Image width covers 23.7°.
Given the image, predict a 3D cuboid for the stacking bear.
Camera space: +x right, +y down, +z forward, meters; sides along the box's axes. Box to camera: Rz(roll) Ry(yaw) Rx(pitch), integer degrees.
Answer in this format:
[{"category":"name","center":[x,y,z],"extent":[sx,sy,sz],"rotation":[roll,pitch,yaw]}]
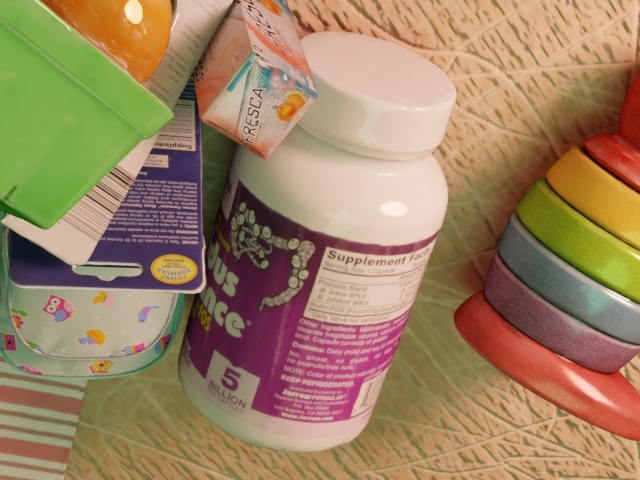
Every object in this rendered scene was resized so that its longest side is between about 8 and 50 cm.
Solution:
[{"category":"stacking bear","center":[0.246,-0.016,1.217],"extent":[0.164,0.175,0.289],"rotation":[23,106,-28]}]

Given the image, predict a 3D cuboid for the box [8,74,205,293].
[{"category":"box","center":[-0.152,-0.051,1.097],"extent":[0.136,0.225,0.036],"rotation":[3,144,-9]}]

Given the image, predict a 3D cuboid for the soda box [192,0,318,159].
[{"category":"soda box","center":[-0.053,-0.131,1.080],"extent":[0.058,0.183,0.063],"rotation":[32,110,-24]}]

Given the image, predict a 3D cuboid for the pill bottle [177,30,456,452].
[{"category":"pill bottle","center":[0.000,0.000,1.176],"extent":[0.169,0.169,0.301],"rotation":[10,118,-14]}]

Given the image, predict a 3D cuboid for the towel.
[{"category":"towel","center":[-0.280,0.144,1.309],"extent":[0.144,0.029,0.197],"rotation":[12,116,-14]}]

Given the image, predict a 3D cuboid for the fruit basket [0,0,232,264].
[{"category":"fruit basket","center":[-0.177,-0.204,0.945],"extent":[0.327,0.165,0.353],"rotation":[38,71,-46]}]

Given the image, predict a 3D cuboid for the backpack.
[{"category":"backpack","center":[-0.180,0.020,1.181],"extent":[0.166,0.144,0.188],"rotation":[-2,124,-13]}]
